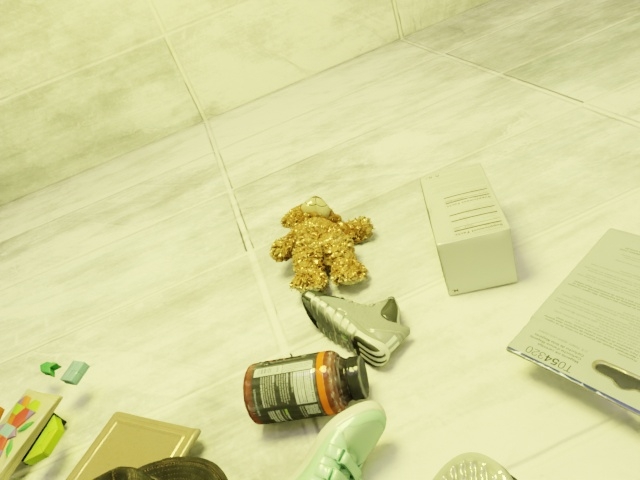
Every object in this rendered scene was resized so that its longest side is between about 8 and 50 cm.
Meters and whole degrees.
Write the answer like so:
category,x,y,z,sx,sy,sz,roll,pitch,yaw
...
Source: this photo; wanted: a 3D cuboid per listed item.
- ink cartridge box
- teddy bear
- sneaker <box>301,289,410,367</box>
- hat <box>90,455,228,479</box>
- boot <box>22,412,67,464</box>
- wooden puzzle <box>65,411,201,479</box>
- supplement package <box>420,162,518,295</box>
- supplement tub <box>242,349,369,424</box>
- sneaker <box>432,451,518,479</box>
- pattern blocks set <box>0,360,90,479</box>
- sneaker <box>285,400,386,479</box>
category,x,y,z,sx,sy,sz,roll,pitch,yaw
ink cartridge box,0.508,0.138,0.746,0.330,0.071,0.324,-40,38,-21
teddy bear,0.000,0.000,1.179,0.245,0.113,0.337,-7,36,16
sneaker,0.076,0.141,0.976,0.132,0.086,0.229,-34,45,-27
hat,-0.270,0.396,0.649,0.332,0.133,0.331,-19,30,12
boot,-0.572,0.384,1.014,0.121,0.045,0.099,9,50,39
wooden puzzle,-0.337,0.406,0.859,0.239,0.044,0.221,-4,37,31
supplement package,0.295,-0.028,1.030,0.134,0.139,0.244,-14,35,12
supplement tub,-0.022,0.244,0.852,0.198,0.106,0.106,-12,35,12
sneaker,0.103,0.370,0.509,0.321,0.127,0.126,-46,28,1
pattern blocks set,-0.595,0.374,0.982,0.286,0.026,0.324,-13,40,28
sneaker,0.033,0.347,0.684,0.256,0.094,0.151,-45,33,-16
